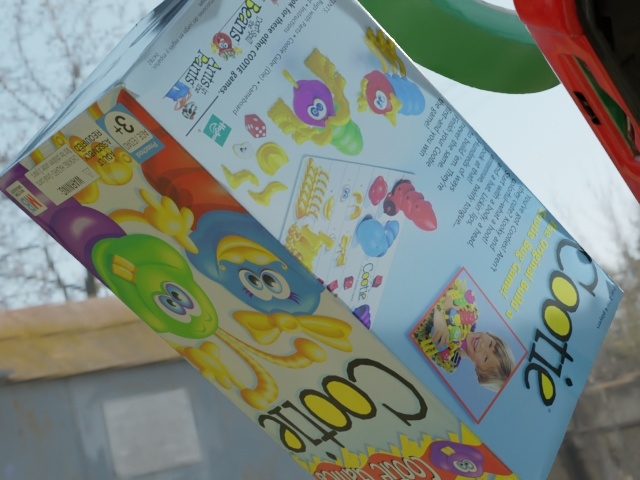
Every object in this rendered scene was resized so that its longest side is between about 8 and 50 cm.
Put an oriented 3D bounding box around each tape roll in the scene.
[{"bbox_3d":[0.165,-0.301,1.287,0.321,0.321,0.077,-6,-33,-31],"label":"tape roll"}]

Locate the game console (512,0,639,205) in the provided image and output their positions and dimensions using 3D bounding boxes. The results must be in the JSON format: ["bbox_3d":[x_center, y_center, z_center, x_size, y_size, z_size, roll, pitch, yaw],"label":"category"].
[{"bbox_3d":[0.308,-0.161,0.715,0.342,0.060,0.386,-46,-50,-2],"label":"game console"}]

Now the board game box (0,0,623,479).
[{"bbox_3d":[0.000,0.000,0.606,0.142,0.275,0.144,-24,26,50],"label":"board game box"}]
